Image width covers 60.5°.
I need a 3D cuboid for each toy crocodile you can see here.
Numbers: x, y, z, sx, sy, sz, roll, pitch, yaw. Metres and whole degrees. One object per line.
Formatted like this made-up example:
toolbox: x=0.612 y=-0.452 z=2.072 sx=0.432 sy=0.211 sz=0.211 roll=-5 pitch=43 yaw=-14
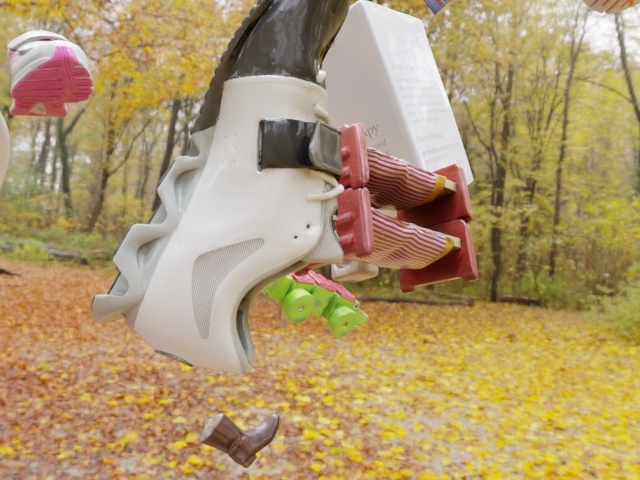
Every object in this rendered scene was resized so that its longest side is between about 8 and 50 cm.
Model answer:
toy crocodile: x=-0.010 y=0.112 z=1.119 sx=0.340 sy=0.105 sz=0.115 roll=27 pitch=9 yaw=-45

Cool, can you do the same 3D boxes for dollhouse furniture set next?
dollhouse furniture set: x=0.000 y=0.000 z=0.746 sx=0.201 sy=0.152 sz=0.374 roll=12 pitch=-21 yaw=-38

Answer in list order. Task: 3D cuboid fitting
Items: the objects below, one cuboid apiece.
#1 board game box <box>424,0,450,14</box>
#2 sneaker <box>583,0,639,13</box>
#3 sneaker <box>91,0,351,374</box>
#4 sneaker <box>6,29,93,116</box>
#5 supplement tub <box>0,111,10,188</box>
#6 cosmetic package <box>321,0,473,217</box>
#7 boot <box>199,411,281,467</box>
board game box: x=0.154 y=-0.456 z=0.815 sx=0.201 sy=0.035 sz=0.136 roll=48 pitch=-21 yaw=-10
sneaker: x=0.421 y=-0.424 z=0.857 sx=0.215 sy=0.083 sz=0.084 roll=13 pitch=-22 yaw=-9
sneaker: x=-0.030 y=-0.052 z=0.430 sx=0.146 sy=0.330 sz=0.122 roll=27 pitch=1 yaw=5
sneaker: x=-0.404 y=-0.253 z=0.794 sx=0.103 sy=0.111 sz=0.252 roll=-7 pitch=4 yaw=-38
supplement tub: x=-0.484 y=-0.120 z=0.511 sx=0.316 sy=0.193 sz=0.193 roll=26 pitch=1 yaw=6
cosmetic package: x=0.087 y=-0.242 z=1.200 sx=0.329 sy=0.393 sz=0.327 roll=-18 pitch=4 yaw=32
boot: x=-0.128 y=0.298 z=0.881 sx=0.114 sy=0.106 sz=0.037 roll=47 pitch=-22 yaw=-29
